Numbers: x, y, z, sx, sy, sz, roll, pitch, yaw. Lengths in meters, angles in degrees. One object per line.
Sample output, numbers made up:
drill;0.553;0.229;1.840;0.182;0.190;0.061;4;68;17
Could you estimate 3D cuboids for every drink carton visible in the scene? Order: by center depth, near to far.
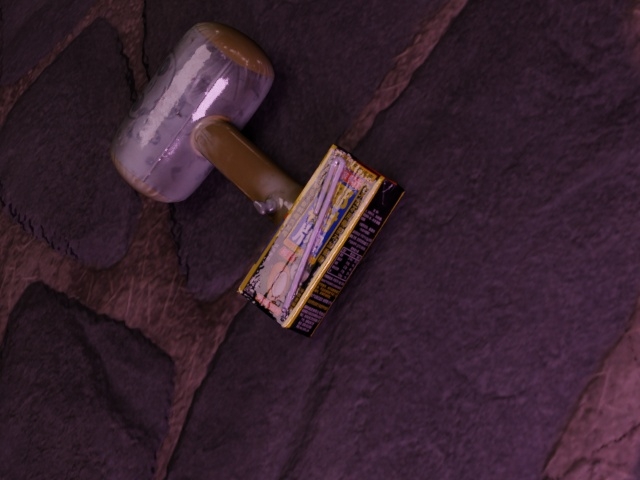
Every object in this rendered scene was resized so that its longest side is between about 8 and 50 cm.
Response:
drink carton;0.000;0.000;1.429;0.071;0.056;0.165;35;95;32

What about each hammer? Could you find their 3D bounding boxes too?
hammer;-0.088;-0.084;1.577;0.202;0.113;0.305;-55;45;12
